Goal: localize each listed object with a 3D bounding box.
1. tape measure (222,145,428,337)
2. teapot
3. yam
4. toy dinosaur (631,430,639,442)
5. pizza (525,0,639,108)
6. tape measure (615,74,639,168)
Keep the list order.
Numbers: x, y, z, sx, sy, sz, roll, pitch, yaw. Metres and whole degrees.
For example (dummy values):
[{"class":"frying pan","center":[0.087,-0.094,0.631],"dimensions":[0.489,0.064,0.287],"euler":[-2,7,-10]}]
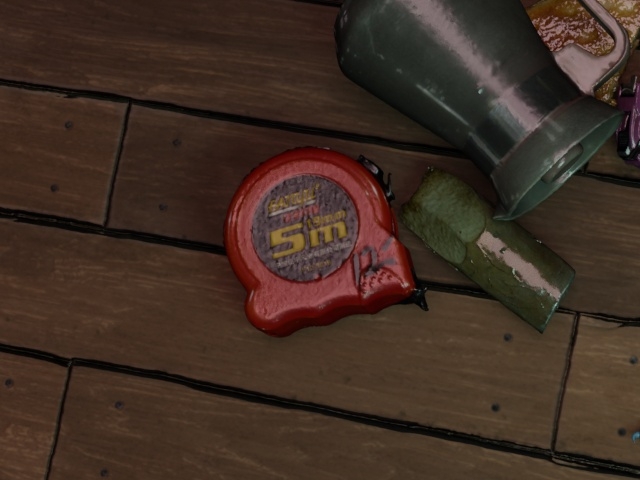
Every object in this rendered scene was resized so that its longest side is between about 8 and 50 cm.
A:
[{"class":"tape measure","center":[-0.001,0.000,1.743],"dimensions":[0.253,0.114,0.261],"euler":[-16,75,7]},{"class":"teapot","center":[0.220,-0.231,1.673],"dimensions":[0.300,0.253,0.344],"euler":[-43,79,7]},{"class":"yam","center":[0.219,0.007,1.714],"dimensions":[0.259,0.106,0.106],"euler":[38,88,12]},{"class":"toy dinosaur","center":[0.441,0.250,1.661],"dimensions":[0.083,0.047,0.031],"euler":[-2,82,8]},{"class":"pizza","center":[0.355,-0.249,1.755],"dimensions":[0.200,0.053,0.193],"euler":[-1,81,14]},{"class":"tape measure","center":[0.447,-0.151,1.699],"dimensions":[0.118,0.074,0.125],"euler":[8,94,-16]}]
